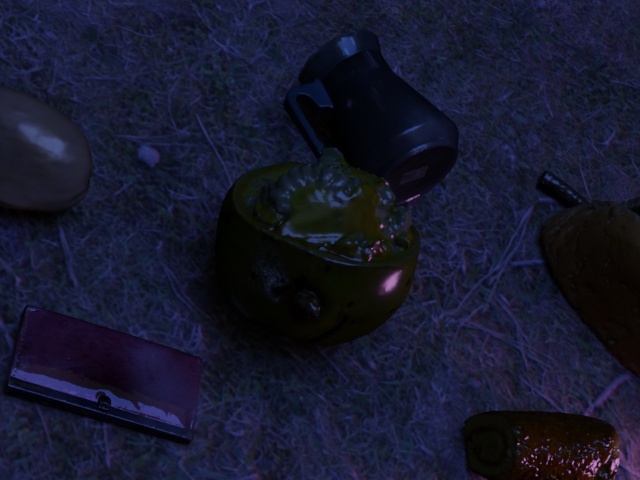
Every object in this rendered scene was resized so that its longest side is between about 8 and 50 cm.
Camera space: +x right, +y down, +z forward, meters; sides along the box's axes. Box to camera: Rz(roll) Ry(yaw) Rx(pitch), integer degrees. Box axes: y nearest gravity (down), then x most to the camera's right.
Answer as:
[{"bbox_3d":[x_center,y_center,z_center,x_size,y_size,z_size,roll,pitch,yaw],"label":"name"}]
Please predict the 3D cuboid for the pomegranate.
[{"bbox_3d":[0.000,0.000,1.940,0.260,0.260,0.341,37,20,-2],"label":"pomegranate"}]

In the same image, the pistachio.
[{"bbox_3d":[-0.373,-0.113,1.869,0.200,0.117,0.145,31,54,-6],"label":"pistachio"}]

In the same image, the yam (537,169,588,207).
[{"bbox_3d":[0.391,-0.062,2.323,0.129,0.027,0.033,33,50,-7],"label":"yam"}]

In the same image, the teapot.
[{"bbox_3d":[0.064,-0.170,2.131,0.203,0.171,0.225,-18,63,-29],"label":"teapot"}]

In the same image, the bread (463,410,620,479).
[{"bbox_3d":[0.289,0.274,1.981,0.172,0.132,0.103,9,79,-26],"label":"bread"}]

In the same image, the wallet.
[{"bbox_3d":[-0.255,0.159,1.814,0.232,0.025,0.119,19,52,-19],"label":"wallet"}]

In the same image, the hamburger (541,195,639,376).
[{"bbox_3d":[0.485,0.045,2.187,0.162,0.209,0.330,-32,76,-40],"label":"hamburger"}]
